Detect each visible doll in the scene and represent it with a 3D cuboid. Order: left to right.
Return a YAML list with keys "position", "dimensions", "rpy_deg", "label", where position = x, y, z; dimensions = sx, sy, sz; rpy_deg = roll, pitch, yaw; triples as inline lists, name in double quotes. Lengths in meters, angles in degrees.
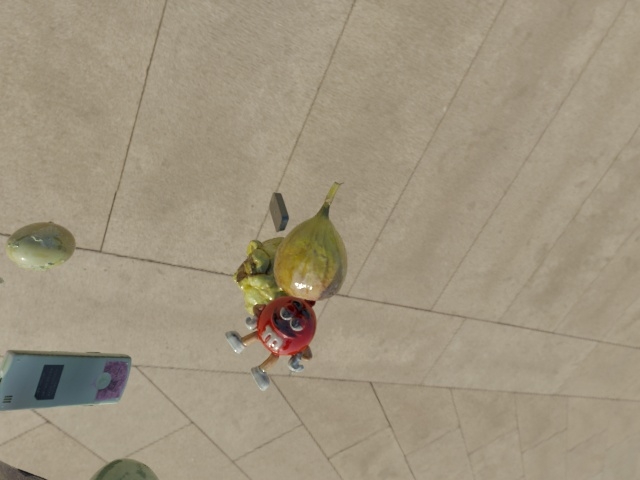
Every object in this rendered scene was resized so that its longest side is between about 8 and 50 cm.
- position: [-0.089, 0.212, 0.983]
  dimensions: [0.217, 0.183, 0.085]
  rpy_deg: [-37, 172, 0]
  label: "doll"

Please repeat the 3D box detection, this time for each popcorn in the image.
- position: [-0.160, 0.126, 1.452]
  dimensions: [0.252, 0.215, 0.287]
  rpy_deg: [16, 90, -11]
  label: "popcorn"

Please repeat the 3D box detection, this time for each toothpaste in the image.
- position: [-0.730, 0.570, 1.027]
  dimensions: [0.068, 0.099, 0.282]
  rpy_deg: [-29, 123, 15]
  label: "toothpaste"

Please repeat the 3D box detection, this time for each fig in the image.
- position: [0.000, 0.000, 0.903]
  dimensions: [0.159, 0.159, 0.257]
  rpy_deg: [11, 107, -27]
  label: "fig"

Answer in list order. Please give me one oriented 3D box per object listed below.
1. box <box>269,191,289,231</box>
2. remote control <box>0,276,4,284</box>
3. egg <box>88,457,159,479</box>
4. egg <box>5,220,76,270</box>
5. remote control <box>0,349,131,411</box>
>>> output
- position: [-0.145, -0.099, 1.522]
  dimensions: [0.031, 0.126, 0.091]
  rpy_deg: [-5, 146, -24]
  label: "box"
- position: [-1.134, 0.167, 1.477]
  dimensions: [0.122, 0.074, 0.032]
  rpy_deg: [-35, 95, 12]
  label: "remote control"
- position: [-0.438, 0.635, 0.965]
  dimensions: [0.202, 0.283, 0.203]
  rpy_deg: [-13, 159, -5]
  label: "egg"
- position: [-0.919, 0.017, 1.443]
  dimensions: [0.201, 0.164, 0.164]
  rpy_deg: [-12, 132, -54]
  label: "egg"
- position: [-0.676, 0.373, 1.177]
  dimensions: [0.344, 0.050, 0.145]
  rpy_deg: [28, 74, -56]
  label: "remote control"
